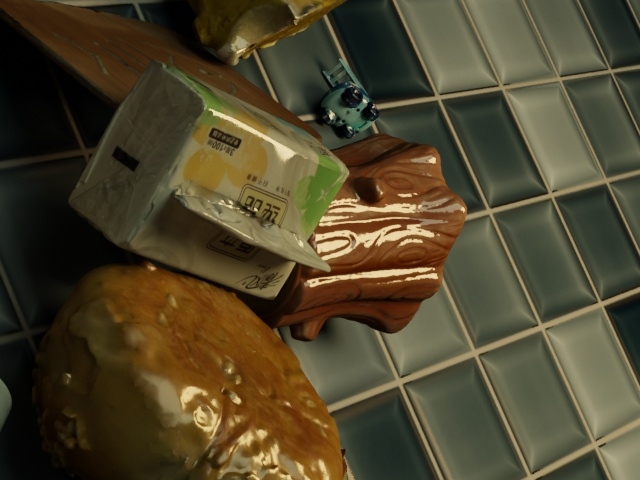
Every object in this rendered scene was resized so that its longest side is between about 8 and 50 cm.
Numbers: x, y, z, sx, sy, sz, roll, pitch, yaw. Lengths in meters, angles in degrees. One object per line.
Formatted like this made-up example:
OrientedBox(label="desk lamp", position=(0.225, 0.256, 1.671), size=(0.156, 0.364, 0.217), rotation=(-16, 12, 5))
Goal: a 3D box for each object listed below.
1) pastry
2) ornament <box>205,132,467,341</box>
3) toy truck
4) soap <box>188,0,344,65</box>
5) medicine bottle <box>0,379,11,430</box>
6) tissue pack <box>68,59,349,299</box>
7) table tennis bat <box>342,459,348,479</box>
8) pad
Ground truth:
OrientedBox(label="pastry", position=(-0.129, 0.171, 1.529), size=(0.316, 0.184, 0.284), rotation=(39, 23, -23))
OrientedBox(label="ornament", position=(0.000, 0.000, 1.792), size=(0.218, 0.235, 0.221), rotation=(-6, 100, -45))
OrientedBox(label="toy truck", position=(0.031, -0.176, 2.057), size=(0.073, 0.056, 0.090), rotation=(35, 31, -37))
OrientedBox(label="soap", position=(-0.106, -0.385, 1.914), size=(0.338, 0.169, 0.304), rotation=(59, 20, -3))
OrientedBox(label="medicine bottle", position=(-0.323, 0.188, 1.377), size=(0.086, 0.086, 0.183), rotation=(42, 41, -23))
OrientedBox(label="tissue pack", position=(-0.083, -0.040, 1.552), size=(0.145, 0.159, 0.229), rotation=(37, 9, 37))
OrientedBox(label="table tennis bat", position=(0.005, 0.243, 1.756), size=(0.220, 0.019, 0.130), rotation=(56, 20, -12))
OrientedBox(label="pad", position=(-0.168, -0.174, 1.715), size=(0.284, 0.018, 0.286), rotation=(4, 28, -48))
